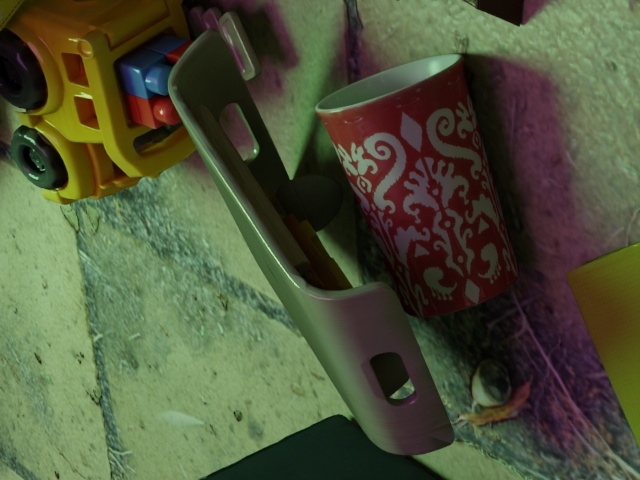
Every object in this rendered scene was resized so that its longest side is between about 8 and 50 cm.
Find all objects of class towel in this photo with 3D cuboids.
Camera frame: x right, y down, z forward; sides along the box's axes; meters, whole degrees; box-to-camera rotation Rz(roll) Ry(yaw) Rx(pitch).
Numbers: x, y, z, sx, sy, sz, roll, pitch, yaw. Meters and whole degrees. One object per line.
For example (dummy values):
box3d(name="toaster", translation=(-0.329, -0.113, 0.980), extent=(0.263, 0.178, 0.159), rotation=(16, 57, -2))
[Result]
box3d(name="towel", translation=(0.252, 0.115, 1.185), extent=(0.102, 0.021, 0.237), rotation=(-27, 86, 52))

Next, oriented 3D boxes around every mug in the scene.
box3d(name="mug", translation=(0.083, -0.044, 1.278), extent=(0.113, 0.150, 0.169), rotation=(-16, 103, 21))

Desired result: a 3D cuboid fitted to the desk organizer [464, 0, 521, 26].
box3d(name="desk organizer", translation=(0.083, -0.189, 1.212), extent=(0.130, 0.047, 0.050), rotation=(36, 139, 40))

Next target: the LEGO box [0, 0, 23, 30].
box3d(name="LEGO box", translation=(-0.356, -0.379, 1.395), extent=(0.500, 0.193, 0.372), rotation=(-46, 70, 26))

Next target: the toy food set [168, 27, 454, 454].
box3d(name="toy food set", translation=(0.000, 0.000, 1.330), extent=(0.306, 0.092, 0.219), rotation=(55, 173, 38))

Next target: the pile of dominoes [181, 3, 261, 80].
box3d(name="pile of dominoes", translation=(-0.120, -0.245, 1.504), extent=(0.251, 0.040, 0.196), rotation=(18, 129, 59))

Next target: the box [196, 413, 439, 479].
box3d(name="box", translation=(0.062, 0.483, 1.434), extent=(0.480, 0.297, 0.471), rotation=(30, 134, 44))

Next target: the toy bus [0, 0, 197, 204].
box3d(name="toy bus", translation=(-0.168, -0.126, 1.520), extent=(0.211, 0.149, 0.220), rotation=(21, 135, 36))
